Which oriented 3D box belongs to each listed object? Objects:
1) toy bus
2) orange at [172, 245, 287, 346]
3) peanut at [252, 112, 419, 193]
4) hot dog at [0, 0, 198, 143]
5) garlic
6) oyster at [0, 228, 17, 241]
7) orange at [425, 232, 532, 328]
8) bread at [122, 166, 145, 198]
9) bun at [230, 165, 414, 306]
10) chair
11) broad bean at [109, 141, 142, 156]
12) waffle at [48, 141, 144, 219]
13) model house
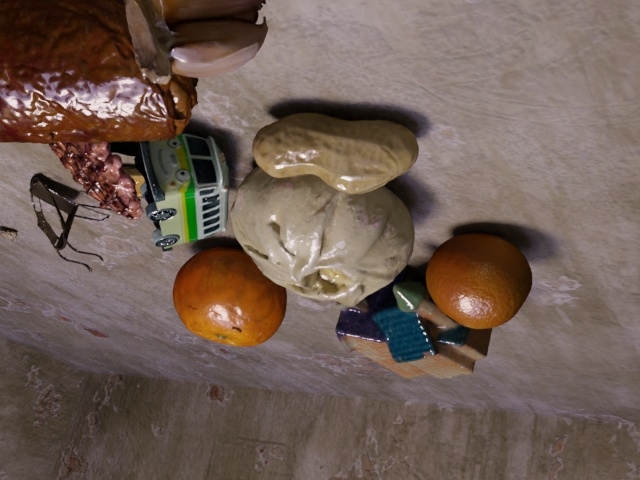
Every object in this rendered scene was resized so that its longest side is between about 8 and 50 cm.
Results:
[{"bbox_3d":[-0.254,-0.095,1.501,0.164,0.134,0.276,-13,162,-13],"label":"toy bus"},{"bbox_3d":[-0.219,0.139,1.961,0.284,0.226,0.284,16,159,6],"label":"orange"},{"bbox_3d":[0.020,-0.139,1.289,0.274,0.125,0.111,6,176,15],"label":"peanut"},{"bbox_3d":[-0.372,-0.242,1.163,0.387,0.174,0.267,0,150,-2],"label":"hot dog"},{"bbox_3d":[-0.165,-0.300,0.960,0.160,0.191,0.214,4,118,54],"label":"garlic"},{"bbox_3d":[-0.867,-0.018,2.213,0.054,0.019,0.083,18,156,-18],"label":"oyster"},{"bbox_3d":[0.310,0.078,1.573,0.206,0.206,0.206,11,158,4],"label":"orange"},{"bbox_3d":[-0.376,-0.121,1.651,0.106,0.053,0.072,3,133,17],"label":"bread"},{"bbox_3d":[0.000,0.000,1.517,0.365,0.219,0.365,14,158,6],"label":"bun"},{"bbox_3d":[-0.584,-0.046,1.832,0.213,0.149,0.174,26,156,-21],"label":"chair"},{"bbox_3d":[-0.409,-0.192,1.498,0.254,0.046,0.065,12,145,4],"label":"broad bean"},{"bbox_3d":[-0.409,-0.139,1.417,0.234,0.055,0.221,25,149,35],"label":"waffle"},{"bbox_3d":[0.193,0.157,1.792,0.280,0.245,0.312,31,152,-21],"label":"model house"}]
